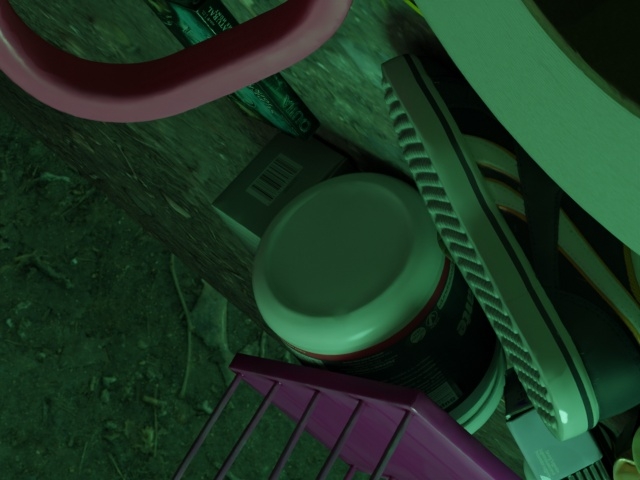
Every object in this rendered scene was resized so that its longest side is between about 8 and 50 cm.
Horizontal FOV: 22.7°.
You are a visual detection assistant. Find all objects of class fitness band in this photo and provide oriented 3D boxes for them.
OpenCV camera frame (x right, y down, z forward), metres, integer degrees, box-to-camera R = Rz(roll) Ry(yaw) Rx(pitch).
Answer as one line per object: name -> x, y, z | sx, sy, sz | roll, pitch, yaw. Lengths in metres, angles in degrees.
fitness band -> -0.113, -0.177, 1.095 | 0.291, 0.054, 0.209 | -19, 136, 28

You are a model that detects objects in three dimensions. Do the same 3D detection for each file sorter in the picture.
file sorter -> 0.021, 0.249, 1.493 | 0.202, 0.182, 0.291 | 42, 159, -30

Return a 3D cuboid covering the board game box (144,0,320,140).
board game box -> -0.090, -0.177, 1.550 | 0.126, 0.026, 0.186 | 27, 162, 52

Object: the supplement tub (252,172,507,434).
supplement tub -> 0.066, 0.077, 1.572 | 0.191, 0.191, 0.272 | 33, 167, 38

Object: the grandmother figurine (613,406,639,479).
grandmother figurine -> 0.292, 0.189, 1.340 | 0.104, 0.207, 0.342 | -1, 174, 8

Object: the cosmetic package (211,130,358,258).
cosmetic package -> 0.000, 0.000, 1.682 | 0.107, 0.127, 0.238 | 33, 169, 40

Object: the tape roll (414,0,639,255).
tape roll -> 0.133, -0.131, 0.547 | 0.392, 0.072, 0.392 | 47, 159, 24

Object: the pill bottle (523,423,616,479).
pill bottle -> 0.308, 0.284, 1.795 | 0.103, 0.103, 0.184 | 30, 165, 46

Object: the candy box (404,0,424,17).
candy box -> 0.100, -0.157, 0.949 | 0.105, 0.027, 0.206 | 38, 170, 1

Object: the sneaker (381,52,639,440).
sneaker -> 0.152, -0.017, 1.123 | 0.126, 0.127, 0.321 | 73, 172, -60

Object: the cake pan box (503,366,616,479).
cake pan box -> 0.252, 0.235, 1.488 | 0.245, 0.070, 0.267 | 60, -172, 0

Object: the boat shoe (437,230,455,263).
boat shoe -> 0.182, 0.029, 1.353 | 0.178, 0.064, 0.060 | 39, -160, 19
